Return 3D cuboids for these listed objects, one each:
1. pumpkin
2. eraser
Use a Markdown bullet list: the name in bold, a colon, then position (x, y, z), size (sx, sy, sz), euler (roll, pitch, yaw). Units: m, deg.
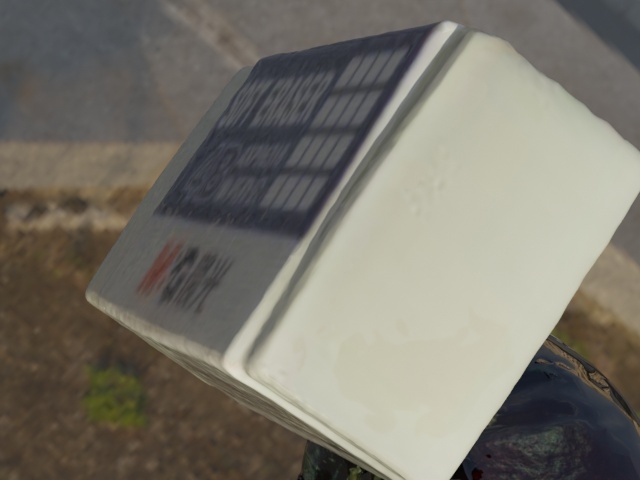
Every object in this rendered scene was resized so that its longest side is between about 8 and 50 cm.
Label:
- **pumpkin**: position (0.082, 0.154, 1.003), size (0.163, 0.233, 0.233), euler (14, 48, -26)
- **eraser**: position (0.000, 0.000, 0.646), size (0.081, 0.279, 0.124), euler (35, 83, -15)
